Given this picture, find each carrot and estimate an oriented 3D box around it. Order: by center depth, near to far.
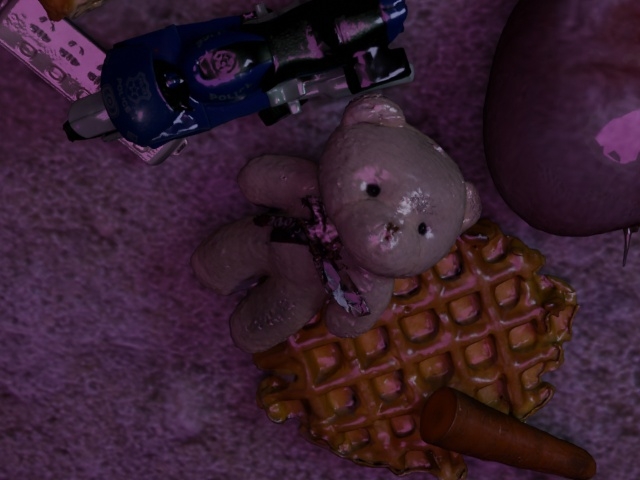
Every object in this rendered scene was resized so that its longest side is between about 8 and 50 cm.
[{"bbox_3d":[0.197,0.203,1.358,0.209,0.061,0.061,23,105,-27],"label":"carrot"}]

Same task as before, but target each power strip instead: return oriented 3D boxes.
[{"bbox_3d":[-0.232,-0.167,1.321,0.252,0.027,0.060,39,101,-10],"label":"power strip"}]

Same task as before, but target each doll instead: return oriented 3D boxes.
[{"bbox_3d":[0.003,0.004,1.258,0.278,0.149,0.175,-35,116,24],"label":"doll"}]

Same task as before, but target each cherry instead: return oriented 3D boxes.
[{"bbox_3d":[0.277,-0.130,1.240,0.261,0.221,0.307,-5,87,-1],"label":"cherry"}]

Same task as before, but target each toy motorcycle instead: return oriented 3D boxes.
[{"bbox_3d":[-0.077,-0.156,1.226,0.331,0.196,0.125,-19,93,-5],"label":"toy motorcycle"}]

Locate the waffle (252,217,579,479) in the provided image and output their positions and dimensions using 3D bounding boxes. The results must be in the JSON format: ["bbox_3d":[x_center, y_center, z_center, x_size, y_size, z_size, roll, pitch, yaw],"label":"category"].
[{"bbox_3d":[0.090,0.097,1.371,0.325,0.068,0.302,24,105,-10],"label":"waffle"}]

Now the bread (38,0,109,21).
[{"bbox_3d":[-0.236,-0.404,1.189,0.236,0.165,0.375,-33,101,6],"label":"bread"}]
